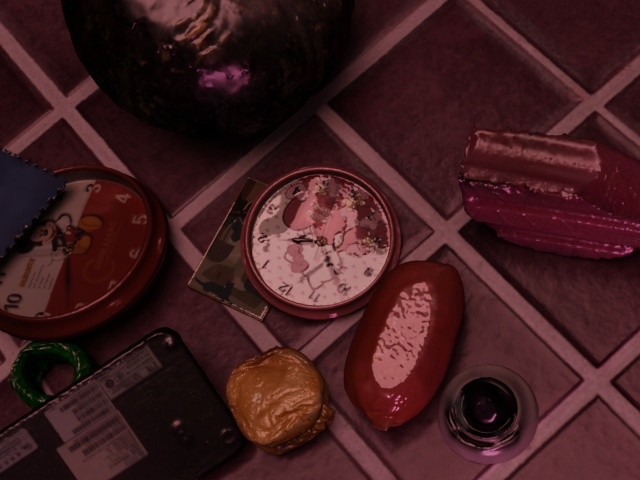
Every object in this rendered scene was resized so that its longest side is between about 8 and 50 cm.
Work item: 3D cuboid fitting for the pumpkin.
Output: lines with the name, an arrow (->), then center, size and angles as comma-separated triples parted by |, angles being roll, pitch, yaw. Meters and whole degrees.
pumpkin -> -0.170, -0.370, 1.584 | 0.454, 0.344, 0.454 | 5, 67, -11

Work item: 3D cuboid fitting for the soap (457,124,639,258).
soap -> 0.346, -0.060, 1.448 | 0.289, 0.182, 0.112 | 11, 70, 21

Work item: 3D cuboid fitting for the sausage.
sausage -> 0.116, 0.140, 1.444 | 0.148, 0.148, 0.254 | 15, 76, 17

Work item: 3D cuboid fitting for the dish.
dish -> 0.225, 0.228, 1.416 | 0.141, 0.078, 0.141 | -4, 69, 11

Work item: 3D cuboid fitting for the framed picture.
framed picture -> -0.100, 0.010, 1.603 | 0.136, 0.010, 0.201 | 24, 76, 19

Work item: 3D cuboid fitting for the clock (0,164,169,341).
clock -> -0.387, 0.018, 1.609 | 0.318, 0.080, 0.318 | -7, 55, 10

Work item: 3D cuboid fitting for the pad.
pad -> -0.572, -0.046, 1.638 | 0.269, 0.012, 0.270 | 26, 64, 25

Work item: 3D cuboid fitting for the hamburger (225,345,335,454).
hamburger -> -0.057, 0.224, 1.475 | 0.138, 0.083, 0.147 | -33, 65, 2

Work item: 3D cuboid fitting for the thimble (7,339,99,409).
thimble -> -0.390, 0.206, 1.546 | 0.130, 0.090, 0.118 | -2, 67, 10

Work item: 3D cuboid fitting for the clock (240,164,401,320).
clock -> 0.000, 0.000, 1.557 | 0.244, 0.056, 0.244 | -1, 72, 3

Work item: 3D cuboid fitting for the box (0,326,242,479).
box -> -0.302, 0.295, 1.465 | 0.350, 0.058, 0.211 | -34, 94, -3
